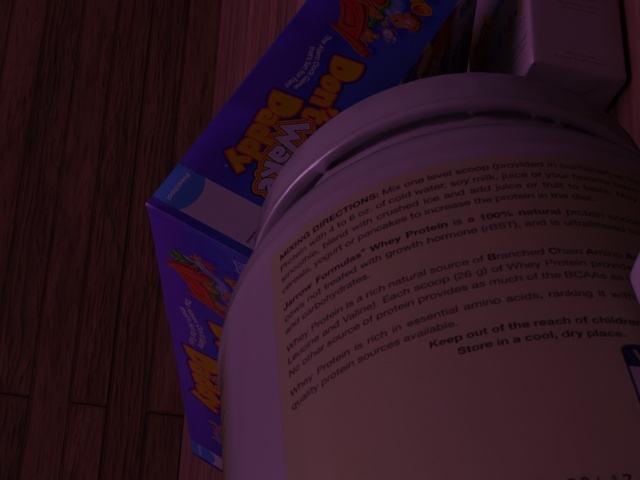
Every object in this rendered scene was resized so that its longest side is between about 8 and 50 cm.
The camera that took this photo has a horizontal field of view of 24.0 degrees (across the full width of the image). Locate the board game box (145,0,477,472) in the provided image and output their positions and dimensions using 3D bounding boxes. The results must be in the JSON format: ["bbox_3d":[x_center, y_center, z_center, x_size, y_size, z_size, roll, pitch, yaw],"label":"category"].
[{"bbox_3d":[0.000,0.000,0.973,0.233,0.078,0.347,-54,-17,-25],"label":"board game box"}]

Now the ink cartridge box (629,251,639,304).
[{"bbox_3d":[0.205,-0.031,0.373,0.211,0.121,0.289,-97,20,-52],"label":"ink cartridge box"}]

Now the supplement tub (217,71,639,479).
[{"bbox_3d":[0.078,0.100,0.599,0.325,0.235,0.235,-97,20,-52],"label":"supplement tub"}]

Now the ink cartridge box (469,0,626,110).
[{"bbox_3d":[0.135,-0.147,0.931,0.104,0.062,0.181,117,158,-56],"label":"ink cartridge box"}]
